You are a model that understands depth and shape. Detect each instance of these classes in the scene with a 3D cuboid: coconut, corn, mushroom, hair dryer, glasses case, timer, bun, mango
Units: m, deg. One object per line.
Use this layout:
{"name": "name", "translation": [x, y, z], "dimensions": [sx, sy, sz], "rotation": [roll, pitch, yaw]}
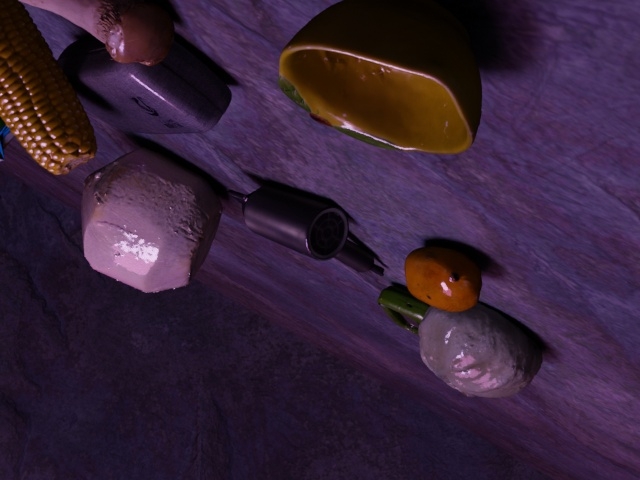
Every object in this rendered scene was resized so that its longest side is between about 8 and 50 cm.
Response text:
{"name": "coconut", "translation": [-0.293, -0.036, 1.758], "dimensions": [0.230, 0.227, 0.227], "rotation": [23, 169, 2]}
{"name": "corn", "translation": [-0.365, -0.216, 1.244], "dimensions": [0.305, 0.106, 0.106], "rotation": [55, 166, -6]}
{"name": "mushroom", "translation": [-0.238, -0.239, 1.097], "dimensions": [0.209, 0.071, 0.084], "rotation": [28, -165, 30]}
{"name": "hair dryer", "translation": [0.000, 0.000, 1.562], "dimensions": [0.196, 0.078, 0.248], "rotation": [22, 172, 46]}
{"name": "glasses case", "translation": [-0.223, -0.187, 1.267], "dimensions": [0.131, 0.074, 0.323], "rotation": [35, 169, -27]}
{"name": "timer", "translation": [0.161, 0.122, 1.719], "dimensions": [0.128, 0.047, 0.140], "rotation": [22, 167, 32]}
{"name": "bun", "translation": [0.226, 0.165, 1.559], "dimensions": [0.195, 0.118, 0.195], "rotation": [31, 167, 8]}
{"name": "mango", "translation": [0.150, 0.047, 1.336], "dimensions": [0.098, 0.075, 0.190], "rotation": [37, 176, -3]}

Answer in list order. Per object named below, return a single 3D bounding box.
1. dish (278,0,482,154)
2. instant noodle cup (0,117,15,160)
{"name": "dish", "translation": [0.051, -0.129, 0.771], "dimensions": [0.149, 0.080, 0.208], "rotation": [31, 169, -22]}
{"name": "instant noodle cup", "translation": [-0.549, -0.235, 1.659], "dimensions": [0.240, 0.178, 0.240], "rotation": [29, 170, 6]}
